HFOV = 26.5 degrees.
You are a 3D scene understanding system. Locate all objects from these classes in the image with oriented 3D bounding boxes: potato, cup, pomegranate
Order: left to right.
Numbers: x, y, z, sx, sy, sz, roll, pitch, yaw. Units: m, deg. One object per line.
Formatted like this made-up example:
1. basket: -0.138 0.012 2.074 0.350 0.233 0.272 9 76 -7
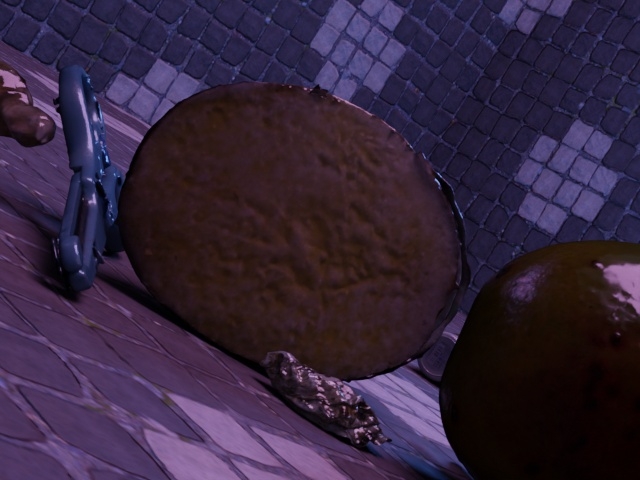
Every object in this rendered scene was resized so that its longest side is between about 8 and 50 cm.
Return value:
1. potato: -0.028 -0.015 1.186 0.299 0.239 0.116 22 3 -13
2. cup: 0.179 0.177 1.874 0.074 0.102 0.099 -8 -12 22
3. pomegranate: 0.246 0.134 1.186 0.291 0.291 0.323 32 -2 3

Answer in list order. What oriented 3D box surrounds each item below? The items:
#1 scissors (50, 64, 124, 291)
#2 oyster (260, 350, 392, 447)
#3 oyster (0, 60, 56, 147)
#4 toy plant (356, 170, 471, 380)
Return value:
1. scissors: -0.194 -0.041 1.148 0.393 0.032 0.180 -109 -177 -72
2. oyster: 0.010 0.130 1.113 0.098 0.037 0.100 36 5 41
3. oyster: -0.418 -0.184 1.244 0.396 0.111 0.204 29 0 -8
4. toy plant: 0.000 0.000 1.421 0.247 0.247 0.332 31 1 -14
